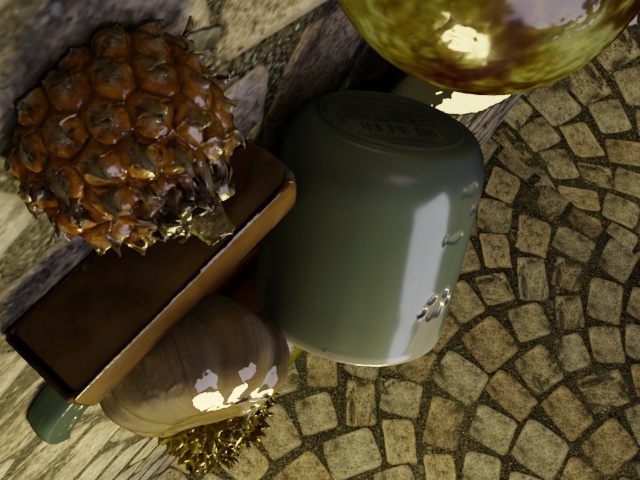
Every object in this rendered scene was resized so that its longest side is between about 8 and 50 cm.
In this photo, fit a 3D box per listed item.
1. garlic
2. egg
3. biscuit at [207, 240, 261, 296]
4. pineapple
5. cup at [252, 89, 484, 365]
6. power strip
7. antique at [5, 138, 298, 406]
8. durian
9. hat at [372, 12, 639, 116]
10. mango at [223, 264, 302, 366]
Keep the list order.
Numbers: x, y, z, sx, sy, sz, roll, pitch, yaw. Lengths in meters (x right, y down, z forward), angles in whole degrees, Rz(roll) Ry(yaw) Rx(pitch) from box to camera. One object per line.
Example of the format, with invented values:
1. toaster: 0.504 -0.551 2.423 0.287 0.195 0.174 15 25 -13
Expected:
1. garlic: -0.154 0.143 0.820 0.228 0.152 0.227 -14 152 -8
2. egg: 0.120 -0.227 0.496 0.290 0.238 0.238 -10 143 -53
3. biscuit: -0.108 0.006 1.018 0.324 0.049 0.205 -45 172 -12
4. pineapple: -0.110 -0.048 0.480 0.176 0.137 0.161 -51 170 25
5. cup: 0.075 -0.052 0.906 0.356 0.260 0.274 -60 164 -57
6. power strip: -0.291 0.176 0.890 0.216 0.044 0.137 -47 170 -3
7. antique: -0.157 0.023 0.700 0.310 0.093 0.087 -46 170 -13
8. durian: -0.177 0.242 1.169 0.258 0.258 0.293 -55 178 39
9. hat: 0.216 -0.321 0.938 0.366 0.257 0.382 -4 180 -43
10. mango: -0.068 0.102 1.023 0.289 0.146 0.129 -51 135 -34
